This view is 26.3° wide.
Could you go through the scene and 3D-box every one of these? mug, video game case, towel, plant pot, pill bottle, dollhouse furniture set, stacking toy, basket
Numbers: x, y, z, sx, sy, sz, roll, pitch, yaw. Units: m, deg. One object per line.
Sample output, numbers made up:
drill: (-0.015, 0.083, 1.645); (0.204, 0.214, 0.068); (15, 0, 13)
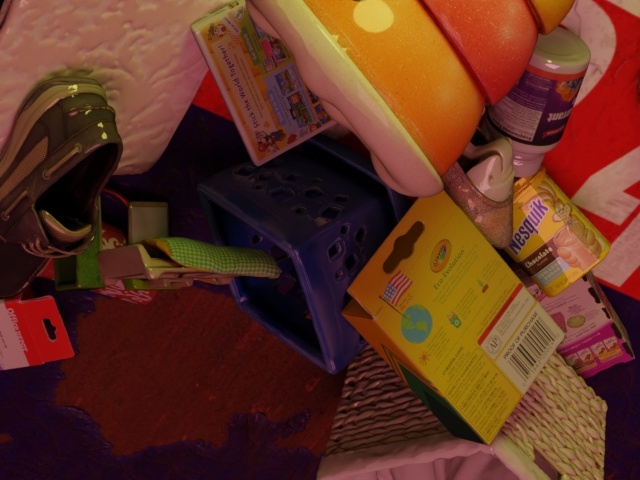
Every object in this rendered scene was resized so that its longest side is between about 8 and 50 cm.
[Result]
mug: (-0.306, 0.014, 1.963); (0.169, 0.113, 0.150); (22, 126, -25)
video game case: (-0.037, -0.234, 1.792); (0.206, 0.026, 0.227); (-30, 129, -7)
towel: (-0.293, -0.205, 1.726); (0.332, 0.053, 0.317); (-2, 136, -44)
plant pot: (0.000, 0.000, 1.877); (0.212, 0.236, 0.236); (-36, 132, -23)
pill bottle: (0.285, -0.185, 1.845); (0.108, 0.108, 0.193); (7, 129, -10)
dollhouse furniture set: (-0.208, -0.016, 1.805); (0.197, 0.151, 0.301); (0, 175, -33)
stacking toy: (0.181, -0.315, 1.599); (0.480, 0.350, 0.350); (-39, 124, 3)
basket: (0.226, 0.316, 2.098); (0.331, 0.266, 0.328); (-20, 130, 35)

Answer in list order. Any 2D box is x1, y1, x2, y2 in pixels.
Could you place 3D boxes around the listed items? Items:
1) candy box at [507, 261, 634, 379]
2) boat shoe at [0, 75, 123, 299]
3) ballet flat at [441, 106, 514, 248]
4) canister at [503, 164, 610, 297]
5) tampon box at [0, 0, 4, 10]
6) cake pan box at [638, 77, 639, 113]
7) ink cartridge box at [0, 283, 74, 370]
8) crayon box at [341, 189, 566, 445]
candy box: (0.367, 0.121, 2.124); (0.159, 0.071, 0.233); (-25, 128, 16)
boat shoe: (-0.351, -0.040, 1.715); (0.132, 0.130, 0.355); (-7, 140, -41)
ballet flat: (0.188, -0.130, 1.813); (0.106, 0.107, 0.316); (-26, 104, 42)
canister: (0.317, -0.016, 1.967); (0.126, 0.073, 0.170); (-41, 97, 22)
tampon box: (-0.396, -0.299, 1.703); (0.120, 0.101, 0.161); (6, 129, -9)
cake pan box: (0.569, -0.216, 1.777); (0.267, 0.246, 0.070); (-3, 85, -2)
ink cartridge box: (-0.494, 0.124, 2.055); (0.231, 0.078, 0.134); (-9, 130, 3)
crayon box: (0.167, 0.094, 1.817); (0.202, 0.081, 0.318); (-51, 117, -20)
